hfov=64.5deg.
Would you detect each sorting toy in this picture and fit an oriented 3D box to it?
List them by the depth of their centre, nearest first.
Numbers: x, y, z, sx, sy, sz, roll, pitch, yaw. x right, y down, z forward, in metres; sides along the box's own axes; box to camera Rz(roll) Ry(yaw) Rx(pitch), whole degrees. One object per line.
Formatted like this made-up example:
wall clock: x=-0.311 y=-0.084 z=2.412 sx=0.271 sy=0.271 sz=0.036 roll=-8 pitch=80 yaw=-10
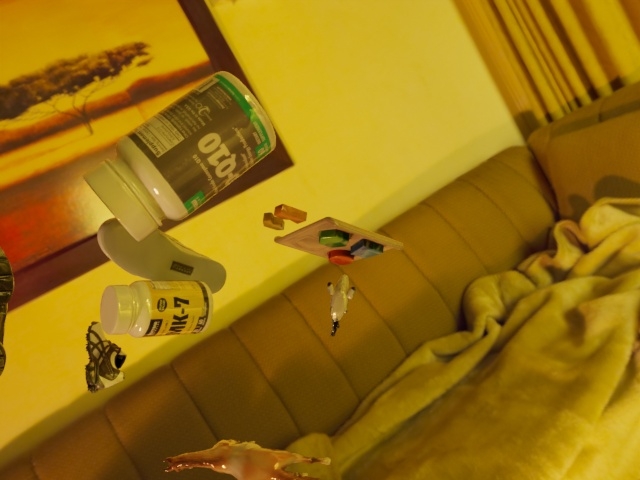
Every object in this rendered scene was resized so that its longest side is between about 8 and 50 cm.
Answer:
sorting toy: x=0.000 y=0.000 z=1.115 sx=0.307 sy=0.041 sz=0.229 roll=18 pitch=-21 yaw=-34

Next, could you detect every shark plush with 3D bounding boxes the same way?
shark plush: x=0.056 y=0.172 z=1.333 sx=0.073 sy=0.161 sz=0.067 roll=-1 pitch=3 yaw=3

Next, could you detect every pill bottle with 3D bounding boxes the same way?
pill bottle: x=-0.290 y=-0.174 z=1.067 sx=0.361 sy=0.204 sz=0.204 roll=-40 pitch=6 yaw=-13
pill bottle: x=-0.345 y=0.144 z=1.076 sx=0.208 sy=0.119 sz=0.119 roll=4 pitch=-22 yaw=-43

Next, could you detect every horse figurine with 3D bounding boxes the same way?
horse figurine: x=-0.099 y=0.359 z=0.811 sx=0.263 sy=0.066 sz=0.174 roll=-3 pitch=-19 yaw=37

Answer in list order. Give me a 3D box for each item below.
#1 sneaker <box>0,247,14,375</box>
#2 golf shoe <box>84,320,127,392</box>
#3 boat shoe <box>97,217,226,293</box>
sneaker: x=-0.571 y=0.110 z=0.836 sx=0.101 sy=0.267 sz=0.106 roll=3 pitch=24 yaw=-36
golf shoe: x=-0.520 y=0.276 z=1.233 sx=0.094 sy=0.198 sz=0.077 roll=-9 pitch=-44 yaw=-18
boat shoe: x=-0.427 y=0.032 z=1.339 sx=0.156 sy=0.367 sz=0.136 roll=17 pitch=82 yaw=47
